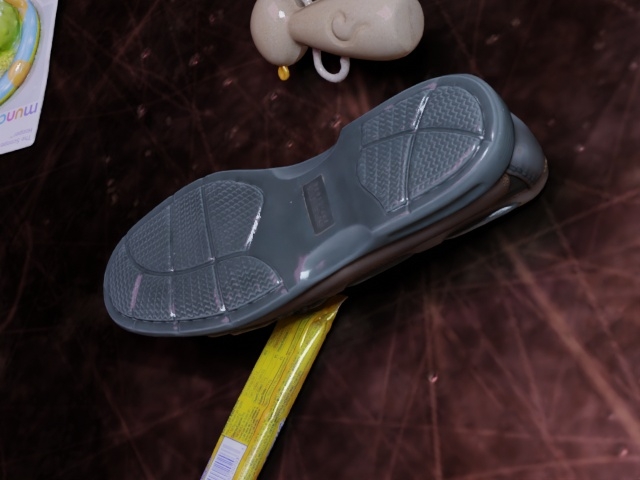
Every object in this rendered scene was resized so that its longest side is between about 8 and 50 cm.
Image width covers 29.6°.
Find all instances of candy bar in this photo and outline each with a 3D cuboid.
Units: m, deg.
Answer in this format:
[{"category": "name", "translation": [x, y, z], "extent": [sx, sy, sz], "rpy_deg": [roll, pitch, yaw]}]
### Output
[{"category": "candy bar", "translation": [-0.034, 0.098, 0.674], "extent": [0.040, 0.018, 0.161], "rpy_deg": [15, 75, 44]}]

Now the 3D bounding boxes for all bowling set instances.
[{"category": "bowling set", "translation": [0.025, -0.254, 0.758], "extent": [0.154, 0.200, 0.287], "rpy_deg": [7, 112, 44]}]

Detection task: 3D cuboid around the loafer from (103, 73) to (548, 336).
[{"category": "loafer", "translation": [0.000, 0.000, 0.670], "extent": [0.267, 0.084, 0.096], "rpy_deg": [-23, 59, 29]}]

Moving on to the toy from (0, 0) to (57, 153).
[{"category": "toy", "translation": [-0.279, -0.176, 0.984], "extent": [0.137, 0.056, 0.237], "rpy_deg": [-13, 58, 32]}]
